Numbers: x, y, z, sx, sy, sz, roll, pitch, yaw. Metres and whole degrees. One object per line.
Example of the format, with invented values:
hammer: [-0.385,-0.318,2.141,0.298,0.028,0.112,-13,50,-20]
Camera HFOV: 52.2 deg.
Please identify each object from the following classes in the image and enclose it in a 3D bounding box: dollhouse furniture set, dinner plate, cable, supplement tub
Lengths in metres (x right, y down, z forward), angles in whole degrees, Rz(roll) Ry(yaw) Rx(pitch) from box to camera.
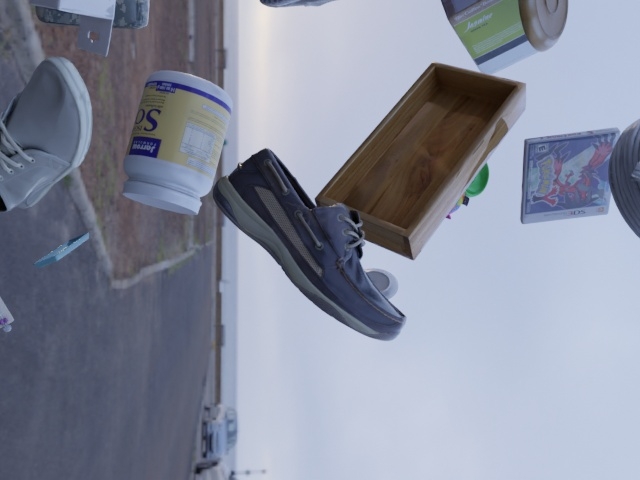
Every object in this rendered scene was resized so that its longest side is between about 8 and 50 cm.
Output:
dollhouse furniture set: [-0.504,0.112,0.931,0.091,0.114,0.081,-6,-68,58]
dinner plate: [0.154,0.124,1.884,0.141,0.141,0.017,-98,-176,-51]
cable: [0.596,-0.093,1.075,0.257,0.257,0.089,-59,-168,-29]
supplement tub: [-0.385,-0.255,1.743,0.241,0.240,0.332,137,-34,-81]

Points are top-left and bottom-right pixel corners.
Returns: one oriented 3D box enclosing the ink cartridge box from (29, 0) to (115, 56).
ink cartridge box: [-0.507,-0.576,1.347,0.207,0.119,0.354,27,-69,47]

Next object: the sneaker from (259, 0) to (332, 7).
sneaker: [-0.048,-0.675,1.796,0.115,0.281,0.105,22,80,-55]

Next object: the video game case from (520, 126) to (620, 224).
video game case: [0.506,-0.128,1.338,0.023,0.183,0.201,-91,173,-54]

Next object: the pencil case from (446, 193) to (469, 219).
pencil case: [0.208,-0.105,1.376,0.104,0.236,0.105,-9,-102,48]

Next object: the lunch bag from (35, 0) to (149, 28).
lunch bag: [-0.594,-0.713,1.715,0.213,0.304,0.256,-111,-154,-50]

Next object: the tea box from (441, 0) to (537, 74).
tea box: [0.440,-0.675,1.724,0.323,0.219,0.329,29,43,-55]

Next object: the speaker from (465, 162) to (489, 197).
speaker: [0.301,-0.182,1.744,0.296,0.131,0.131,14,-74,54]

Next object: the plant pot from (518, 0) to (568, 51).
plant pot: [0.522,-0.559,1.508,0.032,0.236,0.237,4,-85,41]

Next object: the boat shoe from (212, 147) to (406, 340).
boat shoe: [0.000,0.000,0.960,0.130,0.355,0.132,-48,175,9]

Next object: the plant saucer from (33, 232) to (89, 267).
plant saucer: [-0.647,0.024,1.646,0.192,0.067,0.018,-73,141,-73]

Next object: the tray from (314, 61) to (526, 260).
tray: [0.193,-0.163,1.215,0.411,0.202,0.076,-51,145,-23]

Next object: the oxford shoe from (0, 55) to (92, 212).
oxford shoe: [-0.556,-0.175,1.229,0.449,0.130,0.169,-33,-95,43]
